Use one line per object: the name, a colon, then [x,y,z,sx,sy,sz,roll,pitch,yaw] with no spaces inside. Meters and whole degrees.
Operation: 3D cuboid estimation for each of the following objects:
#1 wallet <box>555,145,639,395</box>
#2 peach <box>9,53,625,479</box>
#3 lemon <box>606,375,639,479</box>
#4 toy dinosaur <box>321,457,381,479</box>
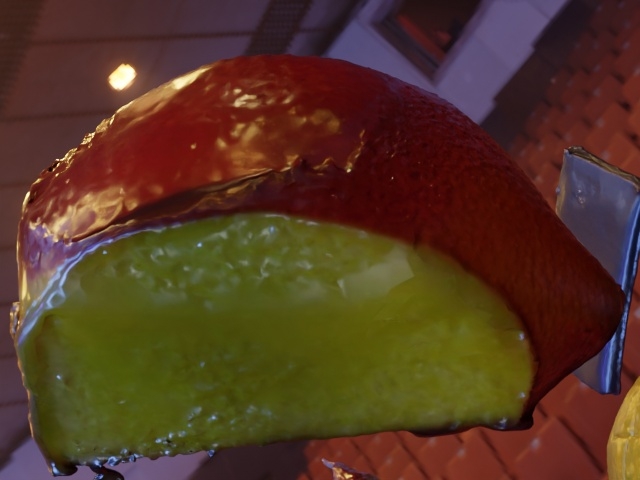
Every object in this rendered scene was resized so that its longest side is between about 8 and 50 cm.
wallet: [0.327,0.040,1.378,0.030,0.146,0.285,-11,-63,-30]
peach: [-0.004,-0.004,0.507,0.267,0.159,0.154,-6,-47,9]
lemon: [0.402,0.214,1.035,0.297,0.297,0.297,-37,-23,-19]
toy dinosaur: [0.041,0.256,1.138,0.053,0.242,0.167,-36,-55,-5]
